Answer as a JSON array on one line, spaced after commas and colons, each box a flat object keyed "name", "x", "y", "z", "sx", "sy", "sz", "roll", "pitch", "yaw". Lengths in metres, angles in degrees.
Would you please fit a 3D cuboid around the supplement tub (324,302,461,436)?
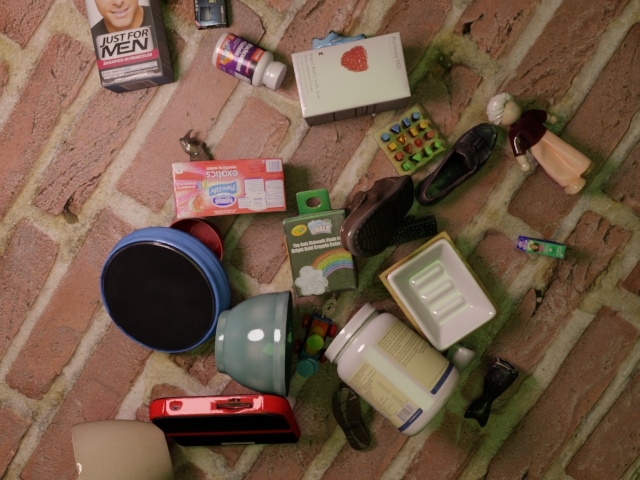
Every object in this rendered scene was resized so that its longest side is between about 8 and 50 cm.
[{"name": "supplement tub", "x": 0.196, "y": 0.351, "z": 1.522, "sx": 0.325, "sy": 0.235, "sz": 0.235, "roll": 40, "pitch": 96, "yaw": 12}]

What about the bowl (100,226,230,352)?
[{"name": "bowl", "x": -0.457, "y": 0.153, "z": 1.590, "sx": 0.391, "sy": 0.077, "sz": 0.391, "roll": 4, "pitch": 111, "yaw": 11}]

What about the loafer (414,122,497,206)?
[{"name": "loafer", "x": 0.395, "y": -0.212, "z": 1.557, "sx": 0.109, "sy": 0.095, "sz": 0.302, "roll": 44, "pitch": 96, "yaw": 0}]

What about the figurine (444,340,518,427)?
[{"name": "figurine", "x": 0.438, "y": 0.424, "z": 1.616, "sx": 0.215, "sy": 0.092, "sz": 0.209, "roll": 25, "pitch": 100, "yaw": 2}]

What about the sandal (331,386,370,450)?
[{"name": "sandal", "x": 0.096, "y": 0.535, "z": 1.660, "sx": 0.090, "sy": 0.060, "sz": 0.219, "roll": -20, "pitch": 108, "yaw": 11}]

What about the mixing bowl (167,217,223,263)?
[{"name": "mixing bowl", "x": -0.358, "y": 0.006, "z": 1.608, "sx": 0.181, "sy": 0.098, "sz": 0.181, "roll": 4, "pitch": 111, "yaw": 9}]

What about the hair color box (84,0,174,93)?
[{"name": "hair color box", "x": -0.556, "y": -0.634, "z": 1.570, "sx": 0.185, "sy": 0.113, "sz": 0.374, "roll": -10, "pitch": 93, "yaw": 4}]

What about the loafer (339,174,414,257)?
[{"name": "loafer", "x": 0.139, "y": -0.068, "z": 1.491, "sx": 0.130, "sy": 0.366, "sz": 0.133, "roll": 6, "pitch": 119, "yaw": 30}]

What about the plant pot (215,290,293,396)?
[{"name": "plant pot", "x": -0.183, "y": 0.284, "z": 1.529, "sx": 0.196, "sy": 0.293, "sz": 0.293, "roll": 2, "pitch": 95, "yaw": 1}]

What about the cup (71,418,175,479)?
[{"name": "cup", "x": -0.564, "y": 0.661, "z": 1.602, "sx": 0.237, "sy": 0.331, "sz": 0.331, "roll": -15, "pitch": 94, "yaw": -22}]

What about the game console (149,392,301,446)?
[{"name": "game console", "x": -0.265, "y": 0.522, "z": 1.571, "sx": 0.387, "sy": 0.342, "sz": 0.060, "roll": -3, "pitch": 57, "yaw": 5}]

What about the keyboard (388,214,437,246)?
[{"name": "keyboard", "x": 0.248, "y": -0.028, "z": 1.587, "sx": 0.180, "sy": 0.023, "sz": 0.108, "roll": -16, "pitch": 135, "yaw": 4}]

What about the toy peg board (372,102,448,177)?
[{"name": "toy peg board", "x": 0.260, "y": -0.286, "z": 1.568, "sx": 0.161, "sy": 0.079, "sz": 0.160, "roll": -34, "pitch": 92, "yaw": 5}]

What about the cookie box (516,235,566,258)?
[{"name": "cookie box", "x": 0.629, "y": 0.018, "z": 1.565, "sx": 0.107, "sy": 0.092, "sz": 0.040, "roll": 10, "pitch": 98, "yaw": 3}]

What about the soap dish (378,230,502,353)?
[{"name": "soap dish", "x": 0.341, "y": 0.151, "z": 1.579, "sx": 0.229, "sy": 0.118, "sz": 0.291, "roll": -35, "pitch": 92, "yaw": 6}]

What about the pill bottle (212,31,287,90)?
[{"name": "pill bottle", "x": -0.199, "y": -0.505, "z": 1.562, "sx": 0.193, "sy": 0.108, "sz": 0.108, "roll": 26, "pitch": 96, "yaw": 1}]

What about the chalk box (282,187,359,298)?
[{"name": "chalk box", "x": 0.000, "y": 0.000, "z": 1.559, "sx": 0.180, "sy": 0.179, "sz": 0.289, "roll": -9, "pitch": 93, "yaw": 5}]

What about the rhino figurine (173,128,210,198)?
[{"name": "rhino figurine", "x": -0.375, "y": -0.206, "z": 1.615, "sx": 0.106, "sy": 0.073, "sz": 0.243, "roll": 0, "pitch": 92, "yaw": -3}]

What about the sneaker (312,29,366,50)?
[{"name": "sneaker", "x": 0.051, "y": -0.571, "z": 1.565, "sx": 0.162, "sy": 0.063, "sz": 0.073, "roll": -11, "pitch": 91, "yaw": 4}]

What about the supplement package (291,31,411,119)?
[{"name": "supplement package", "x": 0.085, "y": -0.440, "z": 1.516, "sx": 0.293, "sy": 0.175, "sz": 0.177, "roll": -11, "pitch": 93, "yaw": 4}]

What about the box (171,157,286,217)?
[{"name": "box", "x": -0.258, "y": -0.146, "z": 1.536, "sx": 0.300, "sy": 0.142, "sz": 0.154, "roll": -6, "pitch": 95, "yaw": -16}]

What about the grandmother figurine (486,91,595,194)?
[{"name": "grandmother figurine", "x": 0.604, "y": -0.287, "z": 1.525, "sx": 0.342, "sy": 0.104, "sz": 0.208, "roll": 38, "pitch": 59, "yaw": -5}]

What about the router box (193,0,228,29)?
[{"name": "router box", "x": -0.319, "y": -0.680, "z": 1.589, "sx": 0.092, "sy": 0.038, "sz": 0.122, "roll": -4, "pitch": 94, "yaw": 3}]

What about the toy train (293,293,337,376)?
[{"name": "toy train", "x": -0.007, "y": 0.264, "z": 1.583, "sx": 0.105, "sy": 0.143, "sz": 0.248, "roll": 19, "pitch": 104, "yaw": 1}]
